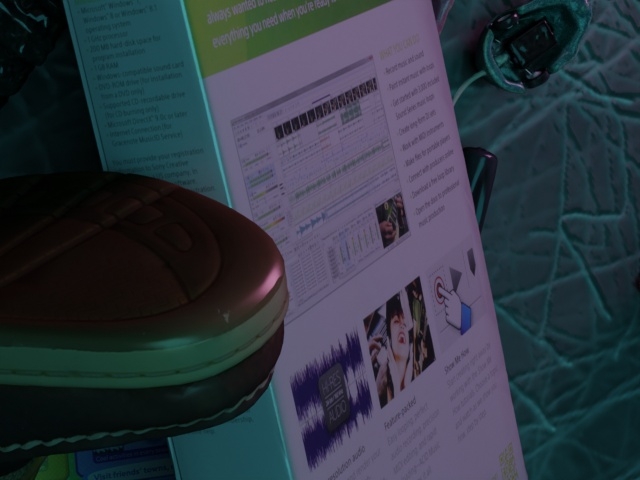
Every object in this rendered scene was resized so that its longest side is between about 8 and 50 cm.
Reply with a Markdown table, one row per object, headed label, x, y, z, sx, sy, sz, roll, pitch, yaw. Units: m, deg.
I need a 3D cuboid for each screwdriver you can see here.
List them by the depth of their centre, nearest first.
| label | x | y | z | sx | sy | sz | roll | pitch | yaw |
| --- | --- | --- | --- | --- | --- | --- | --- | --- | --- |
| screwdriver | 0.055 | 0.036 | 0.925 | 0.024 | 0.025 | 0.169 | 13 | 99 | -24 |

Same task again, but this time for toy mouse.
| label | x | y | z | sx | sy | sz | roll | pitch | yaw |
| --- | --- | --- | --- | --- | --- | --- | --- | --- | --- |
| toy mouse | 0.072 | -0.117 | 0.904 | 0.161 | 0.031 | 0.143 | 13 | 90 | -23 |

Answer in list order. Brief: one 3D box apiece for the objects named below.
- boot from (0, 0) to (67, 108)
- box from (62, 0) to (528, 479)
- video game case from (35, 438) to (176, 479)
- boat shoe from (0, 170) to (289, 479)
| label | x | y | z | sx | sy | sz | roll | pitch | yaw |
| --- | --- | --- | --- | --- | --- | --- | --- | --- | --- |
| boot | -0.168 | -0.217 | 0.686 | 0.260 | 0.131 | 0.348 | 22 | 128 | -19 |
| box | 0.000 | 0.000 | 0.787 | 0.232 | 0.058 | 0.322 | -33 | 114 | -61 |
| video game case | -0.118 | 0.121 | 0.857 | 0.212 | 0.023 | 0.193 | -6 | 98 | -21 |
| boat shoe | -0.142 | 0.056 | 0.691 | 0.123 | 0.342 | 0.123 | -40 | 119 | -48 |
